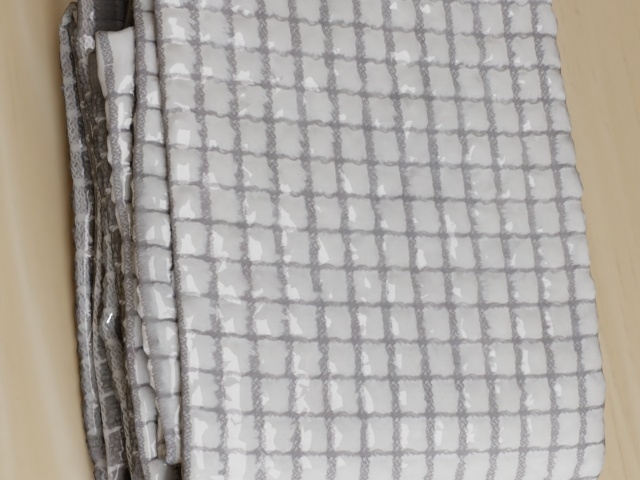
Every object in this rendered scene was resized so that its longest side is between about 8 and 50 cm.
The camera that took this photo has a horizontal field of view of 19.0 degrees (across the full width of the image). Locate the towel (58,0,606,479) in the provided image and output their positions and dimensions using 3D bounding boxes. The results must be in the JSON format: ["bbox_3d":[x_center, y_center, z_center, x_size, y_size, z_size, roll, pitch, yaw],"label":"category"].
[{"bbox_3d":[0.000,0.000,0.917,0.235,0.121,0.283,1,74,-27],"label":"towel"}]
